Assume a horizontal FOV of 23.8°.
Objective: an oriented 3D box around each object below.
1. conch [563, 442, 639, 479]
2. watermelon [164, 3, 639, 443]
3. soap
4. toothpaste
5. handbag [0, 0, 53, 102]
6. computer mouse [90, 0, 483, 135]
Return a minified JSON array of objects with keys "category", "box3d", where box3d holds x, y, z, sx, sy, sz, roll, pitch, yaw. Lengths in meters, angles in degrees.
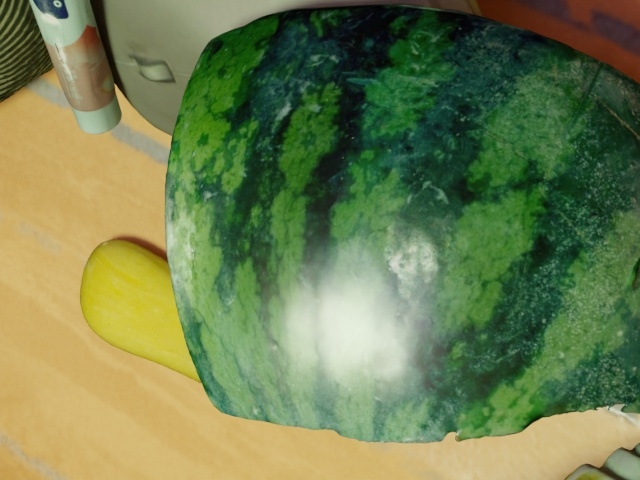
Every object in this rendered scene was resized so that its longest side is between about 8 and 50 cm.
[{"category":"conch","box3d":[0.114,0.296,0.984,0.249,0.197,0.368,34,124,-17]},{"category":"watermelon","box3d":[0.077,0.032,0.870,0.292,0.222,0.319,-6,129,41]},{"category":"soap","box3d":[-0.123,0.060,1.183,0.168,0.033,0.089,27,117,26]},{"category":"toothpaste","box3d":[-0.176,-0.156,1.043,0.056,0.036,0.205,8,142,16]},{"category":"handbag","box3d":[-0.345,-0.215,1.148,0.340,0.240,0.247,-20,85,36]},{"category":"computer mouse","box3d":[-0.035,-0.133,1.006,0.331,0.095,0.197,0,129,39]}]
